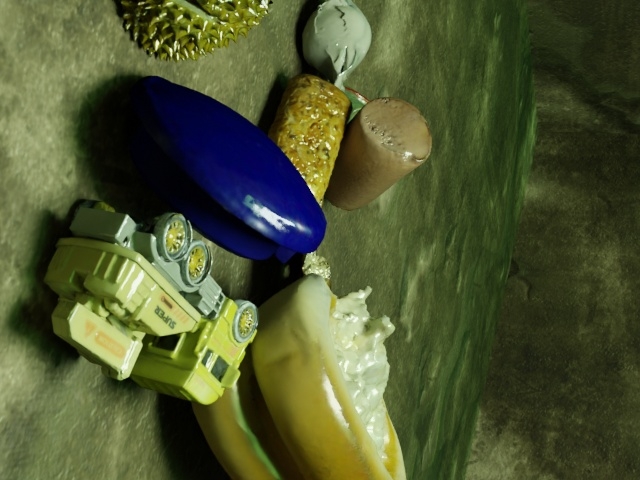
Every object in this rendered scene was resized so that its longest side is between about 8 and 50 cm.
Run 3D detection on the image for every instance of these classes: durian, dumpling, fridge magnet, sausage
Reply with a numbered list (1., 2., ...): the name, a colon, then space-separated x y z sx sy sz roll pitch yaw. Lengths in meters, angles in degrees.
1. durian: -0.113 -0.298 0.968 0.237 0.137 0.194 -57 145 -50
2. dumpling: 0.022 -0.306 1.357 0.127 0.108 0.188 107 -16 -65
3. fridge magnet: -0.104 -0.077 0.944 0.113 0.265 0.265 -47 160 11
4. sausage: 0.080 -0.135 1.340 0.253 0.123 0.123 143 -39 -68

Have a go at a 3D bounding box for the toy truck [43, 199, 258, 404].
1. toy truck: -0.179 0.080 0.902 0.157 0.124 0.272 -67 151 -24

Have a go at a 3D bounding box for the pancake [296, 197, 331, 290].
1. pancake: 0.000 0.000 1.316 0.266 0.057 0.245 100 -3 -73

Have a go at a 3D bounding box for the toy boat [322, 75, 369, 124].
1. toy boat: 0.053 -0.211 1.480 0.089 0.071 0.185 -36 143 -5

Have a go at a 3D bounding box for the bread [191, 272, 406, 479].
1. bread: -0.016 0.223 1.174 0.424 0.245 0.329 60 29 -56

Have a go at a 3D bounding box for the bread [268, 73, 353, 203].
1. bread: -0.026 -0.139 1.246 0.113 0.083 0.211 25 64 -19
